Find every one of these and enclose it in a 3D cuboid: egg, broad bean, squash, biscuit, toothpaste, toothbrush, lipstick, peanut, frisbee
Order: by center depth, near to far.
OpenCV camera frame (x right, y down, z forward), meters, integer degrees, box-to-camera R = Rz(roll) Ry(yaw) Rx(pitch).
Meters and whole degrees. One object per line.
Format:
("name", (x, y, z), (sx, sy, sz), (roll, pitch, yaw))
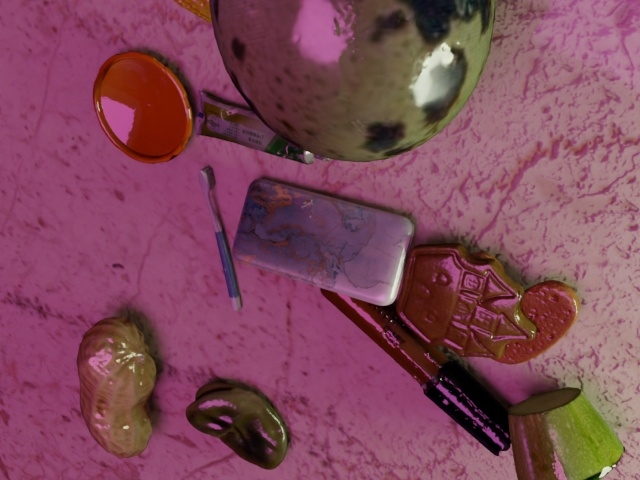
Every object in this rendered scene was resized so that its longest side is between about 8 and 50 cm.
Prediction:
("egg", (0.035, -0.309, 1.148), (0.344, 0.345, 0.428), (-5, 100, 30))
("biscuit", (0.220, 0.100, 1.416), (0.215, 0.034, 0.182), (23, 124, 20))
("biscuit", (0.279, 0.090, 1.420), (0.192, 0.036, 0.186), (43, 130, 3))
("squash", (0.362, 0.298, 1.424), (0.170, 0.170, 0.123), (-20, 90, 34))
("toothpaste", (-0.092, -0.168, 1.477), (0.247, 0.047, 0.078), (19, 119, 21))
("lipstick", (0.152, 0.182, 1.516), (0.418, 0.077, 0.077), (43, 127, 2))
("frisbee", (-0.289, -0.220, 1.556), (0.192, 0.035, 0.192), (12, 121, 21))
("toothbrush", (-0.170, 0.000, 1.625), (0.019, 0.025, 0.276), (6, 121, 31))
("broad bean", (-0.150, 0.345, 1.780), (0.206, 0.072, 0.153), (33, 130, -6))
("peanut", (-0.391, 0.288, 1.827), (0.153, 0.140, 0.325), (3, 120, 8))

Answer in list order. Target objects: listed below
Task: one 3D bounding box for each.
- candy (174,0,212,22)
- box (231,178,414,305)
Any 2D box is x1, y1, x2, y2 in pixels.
("candy", (-0.190, -0.392, 1.379), (0.199, 0.094, 0.106), (44, 127, -9))
("box", (0.000, 0.000, 1.486), (0.285, 0.044, 0.142), (16, 93, 21))
